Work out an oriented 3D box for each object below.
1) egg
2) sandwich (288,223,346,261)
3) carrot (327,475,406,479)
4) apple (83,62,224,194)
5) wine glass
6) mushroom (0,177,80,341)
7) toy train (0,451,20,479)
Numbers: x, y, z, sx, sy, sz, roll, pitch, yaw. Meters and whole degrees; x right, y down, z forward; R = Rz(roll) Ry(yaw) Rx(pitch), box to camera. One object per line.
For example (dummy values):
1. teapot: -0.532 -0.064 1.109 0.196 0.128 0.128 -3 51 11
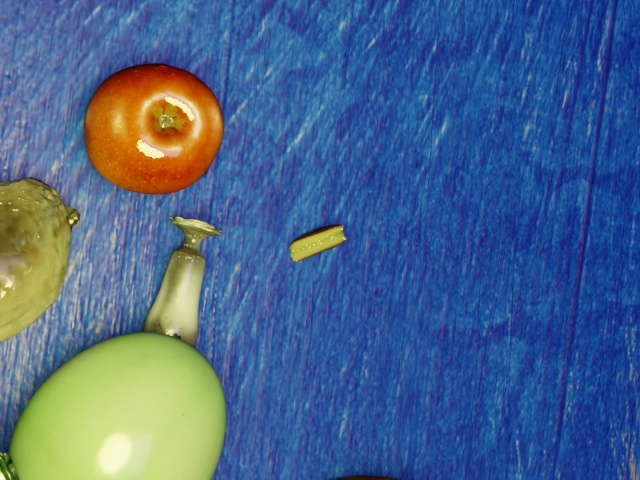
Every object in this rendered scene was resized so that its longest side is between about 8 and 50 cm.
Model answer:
1. egg: -0.225 0.228 1.208 0.220 0.220 0.270 42 68 -21
2. sandwich: 0.000 0.000 1.420 0.083 0.044 0.031 -19 96 18
3. carrot: 0.083 0.448 1.434 0.307 0.100 0.258 45 75 -22
4. apple: -0.193 -0.131 1.264 0.163 0.139 0.163 -2 94 -27
5. wine glass: -0.171 0.052 1.318 0.072 0.072 0.155 16 83 -26
6. mushroom: -0.430 0.013 1.154 0.344 0.130 0.248 7 92 -27
7. toy train: -0.405 0.218 1.038 0.188 0.159 0.272 -26 90 -16
